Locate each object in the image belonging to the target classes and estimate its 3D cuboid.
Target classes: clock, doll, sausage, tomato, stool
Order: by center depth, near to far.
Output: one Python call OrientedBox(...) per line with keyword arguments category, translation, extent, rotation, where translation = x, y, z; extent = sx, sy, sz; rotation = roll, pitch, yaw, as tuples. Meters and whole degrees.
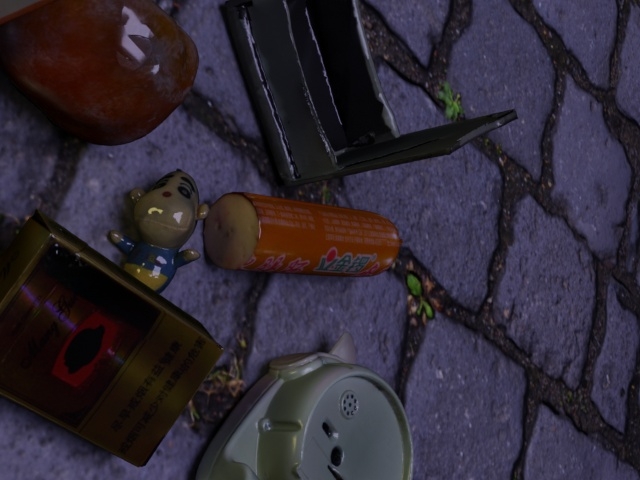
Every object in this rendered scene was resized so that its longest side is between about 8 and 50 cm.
OrientedBox(category="tomato", translation=(-0.212, -0.193, 1.096), extent=(0.214, 0.155, 0.181), rotation=(36, 82, -36))
OrientedBox(category="doll", translation=(-0.175, -0.003, 1.193), extent=(0.089, 0.102, 0.179), rotation=(98, 6, -61))
OrientedBox(category="clock", translation=(0.006, 0.266, 1.330), extent=(0.265, 0.108, 0.324), rotation=(55, 48, -27))
OrientedBox(category="stool", translation=(0.059, -0.218, 1.345), extent=(0.170, 0.269, 0.244), rotation=(-30, 106, -46))
OrientedBox(category="sausage", translation=(0.000, 0.000, 1.379), extent=(0.312, 0.093, 0.093), rotation=(7, 79, -48))

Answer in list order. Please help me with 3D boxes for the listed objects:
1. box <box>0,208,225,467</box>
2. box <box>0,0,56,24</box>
OrientedBox(category="box", translation=(-0.226, 0.103, 1.083), extent=(0.240, 0.071, 0.159), rotation=(41, 84, -38))
OrientedBox(category="box", translation=(-0.342, -0.369, 0.881), extent=(0.348, 0.318, 0.257), rotation=(32, 61, -40))
